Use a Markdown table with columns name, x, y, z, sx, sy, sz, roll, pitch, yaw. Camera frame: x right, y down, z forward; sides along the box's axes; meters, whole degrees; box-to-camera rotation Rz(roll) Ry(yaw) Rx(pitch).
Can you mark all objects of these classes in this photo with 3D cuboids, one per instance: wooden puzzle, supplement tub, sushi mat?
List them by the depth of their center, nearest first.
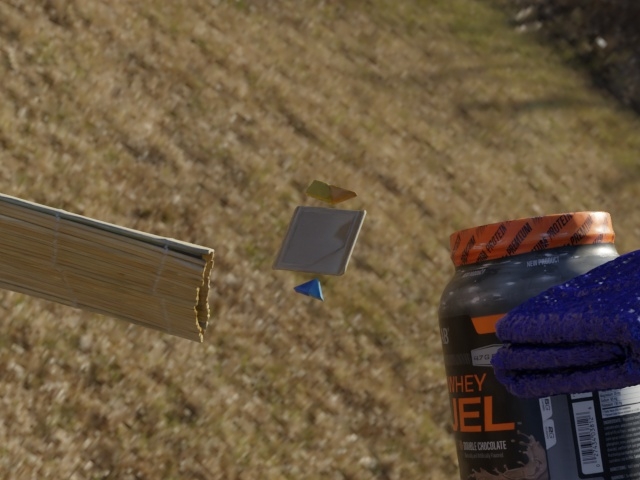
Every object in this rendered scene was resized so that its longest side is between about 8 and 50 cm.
| name | x | y | z | sx | sy | sz | roll | pitch | yaw |
| --- | --- | --- | --- | --- | --- | --- | --- | --- | --- |
| sushi mat | -0.222 | -0.005 | 0.802 | 0.317 | 0.151 | 0.019 | 15 | 67 | -2 |
| wooden puzzle | 0.000 | 0.000 | 1.098 | 0.116 | 0.079 | 0.014 | -63 | 144 | -26 |
| supplement tub | 0.230 | 0.149 | 1.273 | 0.207 | 0.207 | 0.337 | -3 | 83 | -37 |

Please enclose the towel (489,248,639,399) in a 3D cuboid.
| name | x | y | z | sx | sy | sz | roll | pitch | yaw |
| --- | --- | --- | --- | --- | --- | --- | --- | --- | --- |
| towel | 0.302 | 0.027 | 1.045 | 0.308 | 0.228 | 0.076 | -27 | 90 | -25 |
